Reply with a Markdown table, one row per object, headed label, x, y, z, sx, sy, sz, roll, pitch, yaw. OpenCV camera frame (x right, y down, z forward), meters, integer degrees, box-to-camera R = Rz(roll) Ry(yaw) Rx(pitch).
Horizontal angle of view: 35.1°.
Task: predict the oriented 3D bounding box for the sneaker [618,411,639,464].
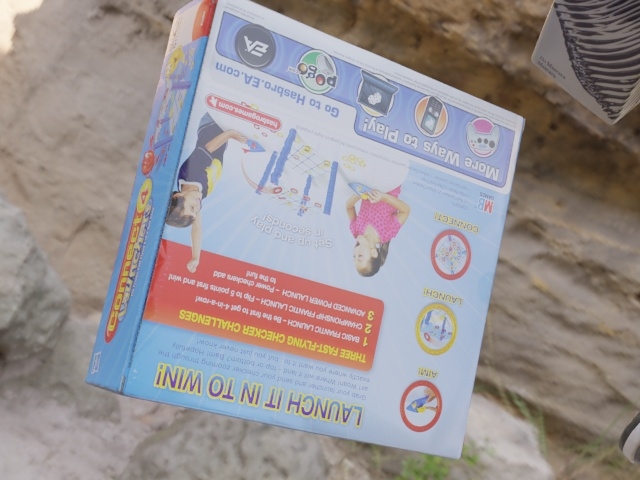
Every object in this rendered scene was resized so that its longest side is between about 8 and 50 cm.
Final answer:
| label | x | y | z | sx | sy | sz | roll | pitch | yaw |
| --- | --- | --- | --- | --- | --- | --- | --- | --- | --- |
| sneaker | 0.485 | 0.221 | 1.074 | 0.296 | 0.123 | 0.178 | -19 | 48 | -12 |

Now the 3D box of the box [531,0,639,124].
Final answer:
| label | x | y | z | sx | sy | sz | roll | pitch | yaw |
| --- | --- | --- | --- | --- | --- | --- | --- | --- | --- |
| box | 0.280 | -0.231 | 0.872 | 0.113 | 0.094 | 0.275 | 43 | -22 | 19 |

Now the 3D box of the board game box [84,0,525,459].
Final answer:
| label | x | y | z | sx | sy | sz | roll | pitch | yaw |
| --- | --- | --- | --- | --- | --- | --- | --- | --- | --- |
| board game box | 0.000 | 0.000 | 0.816 | 0.308 | 0.301 | 0.086 | 18 | -10 | -29 |
